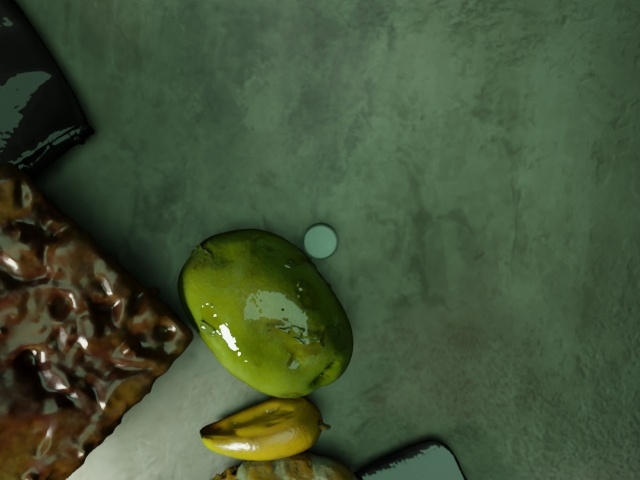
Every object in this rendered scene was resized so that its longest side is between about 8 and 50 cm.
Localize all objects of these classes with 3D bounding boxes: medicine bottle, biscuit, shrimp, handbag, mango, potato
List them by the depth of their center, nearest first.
[{"bbox_3d":[-0.405,0.144,1.146,0.395,0.166,0.343,-46,109,-9],"label":"biscuit"},{"bbox_3d":[-0.071,0.094,1.178,0.253,0.148,0.186,31,124,8],"label":"potato"},{"bbox_3d":[0.000,0.000,1.214,0.047,0.083,0.047,0,92,1],"label":"medicine bottle"},{"bbox_3d":[-0.453,-0.187,1.216,0.223,0.080,0.247,-32,91,-5],"label":"handbag"},{"bbox_3d":[-0.076,0.257,1.221,0.187,0.101,0.066,-10,109,11],"label":"mango"},{"bbox_3d":[-0.006,0.388,1.226,0.185,0.068,0.287,-41,92,13],"label":"shrimp"}]

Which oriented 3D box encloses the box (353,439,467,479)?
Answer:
[{"bbox_3d":[0.123,0.398,1.254,0.201,0.042,0.213,-23,92,2],"label":"box"}]
